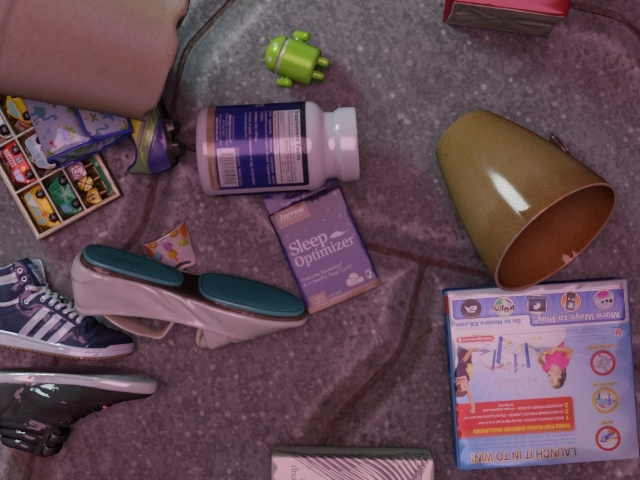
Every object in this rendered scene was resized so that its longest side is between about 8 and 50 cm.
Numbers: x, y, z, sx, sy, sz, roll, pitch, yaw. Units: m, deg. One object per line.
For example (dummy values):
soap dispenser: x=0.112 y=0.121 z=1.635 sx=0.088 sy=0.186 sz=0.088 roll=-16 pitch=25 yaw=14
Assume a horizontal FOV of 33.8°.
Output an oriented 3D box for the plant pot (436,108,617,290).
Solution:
plant pot: x=0.309 y=-0.090 z=1.719 sx=0.237 sy=0.237 sz=0.254 roll=-36 pitch=60 yaw=1

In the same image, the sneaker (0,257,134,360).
sneaker: x=-0.451 y=0.115 z=1.799 sx=0.282 sy=0.099 sz=0.153 roll=8 pitch=92 yaw=4

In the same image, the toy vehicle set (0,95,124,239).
toy vehicle set: x=-0.478 y=-0.155 z=1.829 sx=0.166 sy=0.035 sz=0.267 roll=-29 pitch=90 yaw=1

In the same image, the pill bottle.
pill bottle: x=-0.068 y=-0.154 z=1.763 sx=0.264 sy=0.153 sz=0.153 roll=-3 pitch=90 yaw=1

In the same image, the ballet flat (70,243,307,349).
ballet flat: x=-0.226 y=0.113 z=1.779 sx=0.400 sy=0.139 sz=0.139 roll=14 pitch=91 yaw=-10

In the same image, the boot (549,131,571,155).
boot: x=0.380 y=-0.117 z=1.816 sx=0.114 sy=0.037 sz=0.106 roll=-29 pitch=88 yaw=6

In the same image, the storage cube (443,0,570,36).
storage cube: x=0.316 y=-0.456 z=1.739 sx=0.215 sy=0.183 sz=0.193 roll=9 pitch=91 yaw=1

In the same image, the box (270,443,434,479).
box: x=0.053 y=0.411 z=1.792 sx=0.275 sy=0.094 sz=0.113 roll=0 pitch=91 yaw=1

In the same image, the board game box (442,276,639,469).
board game box: x=0.370 y=0.223 z=1.790 sx=0.308 sy=0.086 sz=0.302 roll=-4 pitch=90 yaw=1

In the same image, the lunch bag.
lunch bag: x=-0.402 y=-0.209 z=1.760 sx=0.151 sy=0.096 sz=0.129 roll=-22 pitch=84 yaw=-2

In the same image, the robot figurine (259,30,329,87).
robot figurine: x=-0.043 y=-0.308 z=1.804 sx=0.115 sy=0.067 sz=0.101 roll=21 pitch=93 yaw=1

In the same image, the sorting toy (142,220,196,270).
sorting toy: x=-0.255 y=0.020 z=1.829 sx=0.083 sy=0.045 sz=0.075 roll=-30 pitch=109 yaw=1

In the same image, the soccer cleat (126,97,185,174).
soccer cleat: x=-0.322 y=-0.251 z=1.798 sx=0.121 sy=0.093 sz=0.289 roll=-16 pitch=90 yaw=3

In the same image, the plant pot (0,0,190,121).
plant pot: x=-0.374 y=-0.332 z=1.604 sx=0.305 sy=0.334 sz=0.334 roll=16 pitch=91 yaw=-17

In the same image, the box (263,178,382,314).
box: x=0.000 y=0.000 z=1.822 sx=0.136 sy=0.036 sz=0.225 roll=-23 pitch=89 yaw=1

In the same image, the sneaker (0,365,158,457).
sneaker: x=-0.419 y=0.294 z=1.801 sx=0.296 sy=0.104 sz=0.147 roll=-1 pitch=92 yaw=7
